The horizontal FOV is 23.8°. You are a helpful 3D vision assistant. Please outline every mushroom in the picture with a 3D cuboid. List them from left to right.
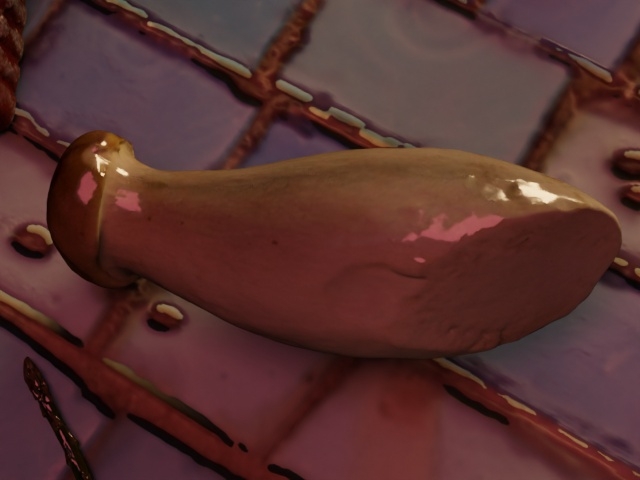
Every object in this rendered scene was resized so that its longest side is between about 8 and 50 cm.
[{"bbox_3d":[0.000,0.000,0.905,0.350,0.128,0.128,8,75,17],"label":"mushroom"}]

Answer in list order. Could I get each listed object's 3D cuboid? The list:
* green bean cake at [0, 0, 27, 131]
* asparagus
[{"bbox_3d":[-0.274,-0.140,1.047,0.136,0.056,0.135,-1,72,13],"label":"green bean cake"},{"bbox_3d":[-0.156,0.141,0.956,0.016,0.016,0.162,-35,69,21],"label":"asparagus"}]
